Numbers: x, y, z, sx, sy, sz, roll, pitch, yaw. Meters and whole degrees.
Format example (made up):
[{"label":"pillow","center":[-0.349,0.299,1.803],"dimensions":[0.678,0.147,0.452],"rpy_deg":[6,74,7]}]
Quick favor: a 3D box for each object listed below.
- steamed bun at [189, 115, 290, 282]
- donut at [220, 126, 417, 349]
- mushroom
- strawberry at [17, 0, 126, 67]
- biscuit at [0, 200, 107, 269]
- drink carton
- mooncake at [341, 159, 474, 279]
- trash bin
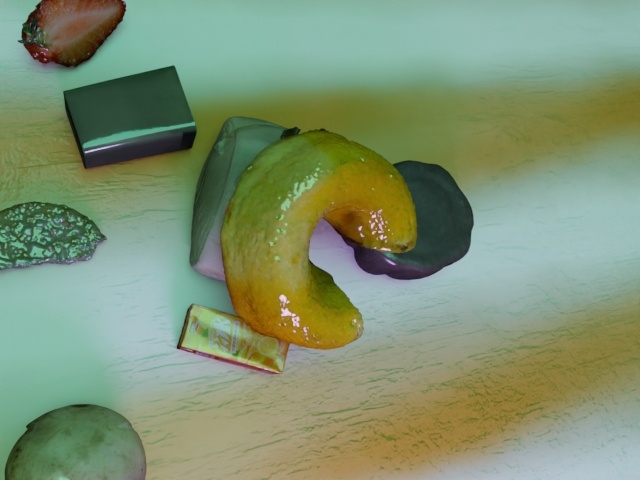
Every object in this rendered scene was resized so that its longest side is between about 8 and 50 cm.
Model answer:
[{"label":"steamed bun","center":[-0.130,-0.093,1.428],"dimensions":[0.247,0.236,0.383],"rpy_deg":[19,72,-22]},{"label":"donut","center":[0.000,0.000,1.285],"dimensions":[0.377,0.163,0.435],"rpy_deg":[38,81,-39]},{"label":"mushroom","center":[-0.440,0.408,1.207],"dimensions":[0.255,0.184,0.255],"rpy_deg":[9,38,-7]},{"label":"strawberry","center":[-0.551,-0.471,1.441],"dimensions":[0.107,0.175,0.236],"rpy_deg":[30,26,22]},{"label":"biscuit","center":[-0.587,-0.009,1.345],"dimensions":[0.290,0.038,0.141],"rpy_deg":[-11,79,-24]},{"label":"drink carton","center":[-0.183,0.213,1.417],"dimensions":[0.223,0.071,0.096],"rpy_deg":[19,71,-15]},{"label":"mooncake","center":[0.201,-0.045,1.585],"dimensions":[0.306,0.154,0.306],"rpy_deg":[6,74,-20]},{"label":"trash bin","center":[-0.411,-0.265,1.438],"dimensions":[0.240,0.122,0.164],"rpy_deg":[-16,81,-21]}]
